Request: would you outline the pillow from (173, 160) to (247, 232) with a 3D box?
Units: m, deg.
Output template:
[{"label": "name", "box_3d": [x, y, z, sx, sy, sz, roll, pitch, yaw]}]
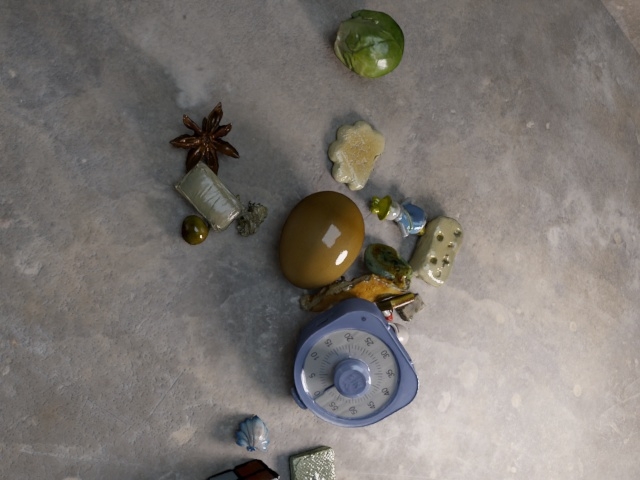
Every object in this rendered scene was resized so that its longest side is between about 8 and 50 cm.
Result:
[{"label": "pillow", "box_3d": [-0.322, -0.124, 1.612, 0.119, 0.053, 0.208, -43, 102, -11]}]

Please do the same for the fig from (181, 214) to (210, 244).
[{"label": "fig", "box_3d": [-0.363, -0.029, 1.618, 0.098, 0.082, 0.084, 3, 49, -42]}]

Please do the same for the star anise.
[{"label": "star anise", "box_3d": [-0.339, -0.291, 1.629, 0.212, 0.111, 0.196, -44, 100, -15]}]

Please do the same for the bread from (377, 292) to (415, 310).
[{"label": "bread", "box_3d": [0.244, 0.199, 1.769, 0.094, 0.090, 0.035, -15, 84, -26]}]

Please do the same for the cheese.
[{"label": "cheese", "box_3d": [0.432, 0.034, 1.998, 0.159, 0.093, 0.263, 31, 72, -22]}]

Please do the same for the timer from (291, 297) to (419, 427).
[{"label": "timer", "box_3d": [0.083, 0.402, 1.680, 0.394, 0.173, 0.396, -1, 106, -2]}]

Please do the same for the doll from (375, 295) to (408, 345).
[{"label": "doll", "box_3d": [0.202, 0.270, 1.852, 0.208, 0.143, 0.272, -25, 101, -47]}]

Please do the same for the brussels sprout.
[{"label": "brussels sprout", "box_3d": [0.171, -0.669, 1.866, 0.243, 0.244, 0.244, 2, 85, -26]}]

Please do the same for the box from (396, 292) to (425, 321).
[{"label": "box", "box_3d": [0.324, 0.238, 1.953, 0.098, 0.045, 0.062, -41, 105, -24]}]

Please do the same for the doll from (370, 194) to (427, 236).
[{"label": "doll", "box_3d": [0.282, -0.093, 1.931, 0.240, 0.099, 0.135, 20, 100, -23]}]

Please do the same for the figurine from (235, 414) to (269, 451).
[{"label": "figurine", "box_3d": [-0.203, 0.579, 1.654, 0.114, 0.079, 0.114, 16, 43, -15]}]

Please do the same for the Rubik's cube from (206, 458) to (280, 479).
[{"label": "Rubik's cube", "box_3d": [-0.212, 0.757, 1.568, 0.180, 0.183, 0.167, -12, 90, -28]}]

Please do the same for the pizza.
[{"label": "pizza", "box_3d": [0.110, 0.162, 1.750, 0.365, 0.182, 0.074, -14, 59, 8]}]

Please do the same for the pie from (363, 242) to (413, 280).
[{"label": "pie", "box_3d": [0.234, 0.079, 1.868, 0.186, 0.041, 0.187, 21, 35, -15]}]

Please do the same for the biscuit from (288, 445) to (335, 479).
[{"label": "biscuit", "box_3d": [-0.019, 0.797, 1.733, 0.150, 0.052, 0.253, -2, 87, -27]}]

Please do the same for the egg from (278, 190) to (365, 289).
[{"label": "egg", "box_3d": [0.000, 0.000, 1.695, 0.250, 0.250, 0.323, 33, 77, -20]}]

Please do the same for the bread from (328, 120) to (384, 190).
[{"label": "bread", "box_3d": [0.120, -0.307, 1.898, 0.181, 0.039, 0.251, 34, 72, -21]}]

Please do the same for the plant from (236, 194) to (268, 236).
[{"label": "plant", "box_3d": [-0.226, -0.079, 1.673, 0.122, 0.104, 0.117, 42, 80, -11]}]
